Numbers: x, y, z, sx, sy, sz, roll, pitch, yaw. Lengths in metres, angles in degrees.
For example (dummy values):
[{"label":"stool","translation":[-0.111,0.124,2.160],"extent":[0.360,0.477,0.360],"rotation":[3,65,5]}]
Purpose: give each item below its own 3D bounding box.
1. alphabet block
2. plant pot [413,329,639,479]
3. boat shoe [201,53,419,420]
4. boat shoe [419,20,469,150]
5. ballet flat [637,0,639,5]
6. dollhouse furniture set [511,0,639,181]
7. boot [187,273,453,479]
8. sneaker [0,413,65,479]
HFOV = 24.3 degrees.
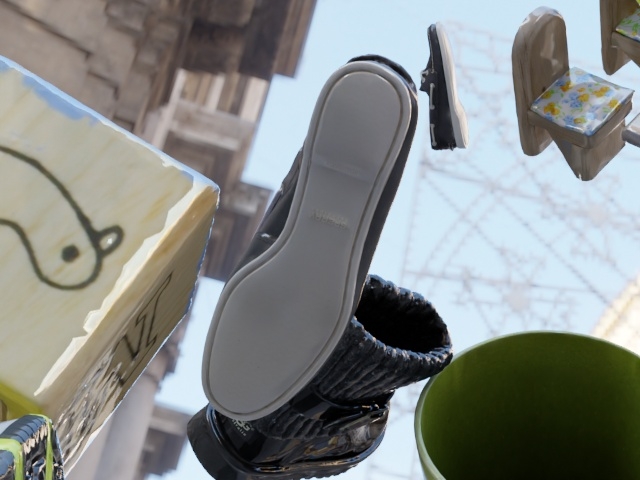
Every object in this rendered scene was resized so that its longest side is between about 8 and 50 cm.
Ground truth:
[{"label":"alphabet block","translation":[-0.206,0.031,0.992],"extent":[0.192,0.197,0.193],"rotation":[30,-32,7]},{"label":"plant pot","translation":[0.235,0.293,1.552],"extent":[0.275,0.275,0.293],"rotation":[5,-51,10]},{"label":"boat shoe","translation":[0.000,0.000,1.270],"extent":[0.112,0.095,0.335],"rotation":[26,-76,8]},{"label":"boat shoe","translation":[0.112,-0.145,1.412],"extent":[0.038,0.046,0.125],"rotation":[-7,-70,18]},{"label":"ballet flat","translation":[0.341,-0.190,1.052],"extent":[0.231,0.077,0.077],"rotation":[6,-19,6]},{"label":"dollhouse furniture set","translation":[0.420,-0.210,1.282],"extent":[0.362,0.394,0.256],"rotation":[28,-32,34]},{"label":"boot","translation":[0.042,0.143,1.598],"extent":[0.260,0.348,0.131],"rotation":[-44,-105,25]},{"label":"sneaker","translation":[-0.215,0.172,0.632],"extent":[0.147,0.145,0.385],"rotation":[-6,1,5]}]
